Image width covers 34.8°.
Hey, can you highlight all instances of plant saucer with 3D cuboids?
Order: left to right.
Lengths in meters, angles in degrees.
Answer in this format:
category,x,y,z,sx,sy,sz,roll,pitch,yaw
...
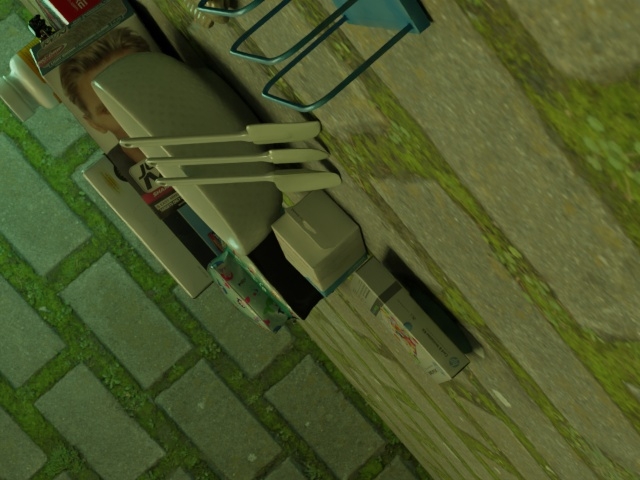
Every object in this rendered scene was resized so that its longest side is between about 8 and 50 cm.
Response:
category,x,y,z,sx,sy,sz,roll,pitch,yaw
plant saucer,0.158,0.115,1.394,0.119,0.021,0.119,47,171,9

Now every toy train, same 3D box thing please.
category,x,y,z,sx,sy,sz,roll,pitch,yaw
toy train,-0.491,-0.365,1.852,0.158,0.036,0.027,44,170,37

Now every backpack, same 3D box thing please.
category,x,y,z,sx,sy,sz,roll,pitch,yaw
backpack,-0.101,0.056,1.952,0.225,0.191,0.253,49,177,-9

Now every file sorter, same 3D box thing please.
category,x,y,z,sx,sy,sz,roll,pitch,yaw
file sorter,-0.032,-0.185,0.685,0.170,0.104,0.118,53,170,-26

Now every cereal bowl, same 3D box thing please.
category,x,y,z,sx,sy,sz,roll,pitch,yaw
cereal bowl,-0.169,-0.143,1.474,0.339,0.141,0.339,48,172,9

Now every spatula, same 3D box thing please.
category,x,y,z,sx,sy,sz,roll,pitch,yaw
spatula,-0.104,-0.094,1.231,0.168,0.241,0.019,60,-152,-68

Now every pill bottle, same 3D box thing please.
category,x,y,z,sx,sy,sz,roll,pitch,yaw
pill bottle,-0.568,-0.367,2.161,0.136,0.245,0.136,47,172,9

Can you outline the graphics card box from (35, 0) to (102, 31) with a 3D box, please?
category,x,y,z,sx,sy,sz,roll,pitch,yaw
graphics card box,-0.404,-0.372,1.821,0.233,0.094,0.371,47,173,9

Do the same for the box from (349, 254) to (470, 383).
category,x,y,z,sx,sy,sz,roll,pitch,yaw
box,0.116,0.110,1.375,0.186,0.038,0.145,47,172,7

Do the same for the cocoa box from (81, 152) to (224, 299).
category,x,y,z,sx,sy,sz,roll,pitch,yaw
cocoa box,-0.307,-0.084,2.175,0.347,0.228,0.231,50,172,-9

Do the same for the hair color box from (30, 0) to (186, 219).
category,x,y,z,sx,sy,sz,roll,pitch,yaw
hair color box,-0.291,-0.210,1.652,0.347,0.174,0.105,56,180,-43

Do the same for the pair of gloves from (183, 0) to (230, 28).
category,x,y,z,sx,sy,sz,roll,pitch,yaw
pair of gloves,-0.180,-0.319,1.064,0.240,0.042,0.204,50,172,-15

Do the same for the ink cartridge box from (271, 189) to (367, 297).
category,x,y,z,sx,sy,sz,roll,pitch,yaw
ink cartridge box,0.000,0.000,1.439,0.092,0.090,0.143,45,170,20
